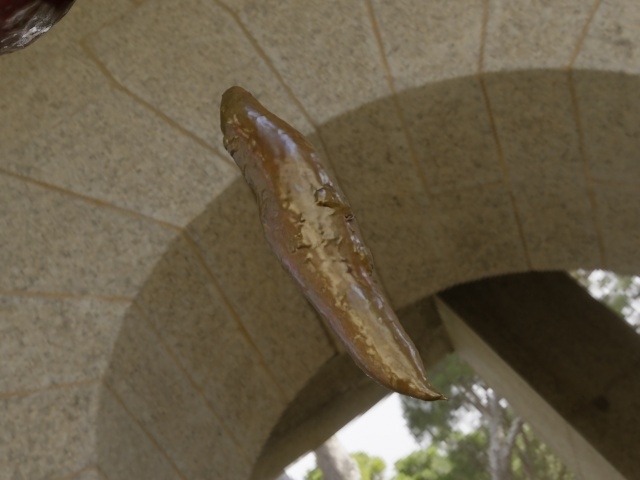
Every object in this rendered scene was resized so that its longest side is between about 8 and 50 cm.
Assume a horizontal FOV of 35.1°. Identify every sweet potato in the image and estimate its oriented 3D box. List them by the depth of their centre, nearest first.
[{"bbox_3d":[0.000,0.000,0.679,0.067,0.273,0.067,-28,-19,-11],"label":"sweet potato"}]

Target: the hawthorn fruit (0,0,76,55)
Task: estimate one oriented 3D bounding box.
[{"bbox_3d":[-0.257,-0.247,0.480,0.369,0.284,0.284,14,-66,-16],"label":"hawthorn fruit"}]
